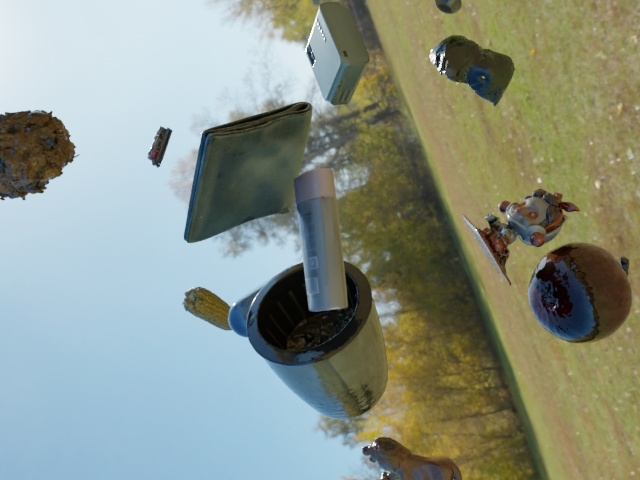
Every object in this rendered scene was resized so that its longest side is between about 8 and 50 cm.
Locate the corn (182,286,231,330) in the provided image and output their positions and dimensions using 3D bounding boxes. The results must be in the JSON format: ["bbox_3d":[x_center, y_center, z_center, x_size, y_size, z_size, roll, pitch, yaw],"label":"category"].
[{"bbox_3d":[-0.339,0.221,1.816,0.091,0.091,0.260,-59,-30,-12],"label":"corn"}]

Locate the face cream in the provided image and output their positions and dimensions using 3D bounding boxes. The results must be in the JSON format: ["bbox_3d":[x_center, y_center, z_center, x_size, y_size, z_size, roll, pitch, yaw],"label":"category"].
[{"bbox_3d":[0.000,0.000,1.106,0.107,0.073,0.269,-15,81,57],"label":"face cream"}]

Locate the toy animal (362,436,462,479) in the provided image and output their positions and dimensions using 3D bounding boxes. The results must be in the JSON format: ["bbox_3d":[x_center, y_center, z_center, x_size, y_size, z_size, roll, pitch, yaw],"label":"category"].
[{"bbox_3d":[0.262,0.615,1.533,0.097,0.313,0.157,-49,-36,-66],"label":"toy animal"}]

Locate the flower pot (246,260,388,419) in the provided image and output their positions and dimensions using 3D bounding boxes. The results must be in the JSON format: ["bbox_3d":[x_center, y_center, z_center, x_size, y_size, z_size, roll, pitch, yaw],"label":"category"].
[{"bbox_3d":[0.024,0.251,1.363,0.293,0.294,0.330,-98,-15,-47],"label":"flower pot"}]

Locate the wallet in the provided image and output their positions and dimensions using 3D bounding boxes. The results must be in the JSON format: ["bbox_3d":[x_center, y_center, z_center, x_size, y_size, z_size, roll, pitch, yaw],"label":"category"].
[{"bbox_3d":[-0.130,-0.129,1.108,0.290,0.054,0.251,-31,-33,-45],"label":"wallet"}]

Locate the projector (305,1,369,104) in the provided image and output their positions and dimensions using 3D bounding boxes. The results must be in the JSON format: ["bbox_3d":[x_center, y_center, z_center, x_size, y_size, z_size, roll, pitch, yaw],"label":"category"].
[{"bbox_3d":[0.051,-0.586,1.808,0.198,0.108,0.250,120,135,-59],"label":"projector"}]

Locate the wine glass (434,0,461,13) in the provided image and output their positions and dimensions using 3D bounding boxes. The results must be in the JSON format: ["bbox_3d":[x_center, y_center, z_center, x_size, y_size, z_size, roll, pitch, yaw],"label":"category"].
[{"bbox_3d":[0.411,-0.773,1.697,0.202,0.093,0.092,118,136,-73],"label":"wine glass"}]

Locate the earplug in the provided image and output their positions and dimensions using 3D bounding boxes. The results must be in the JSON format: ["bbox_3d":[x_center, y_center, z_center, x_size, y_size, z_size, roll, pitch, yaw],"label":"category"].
[{"bbox_3d":[-0.132,0.168,1.504,0.273,0.132,0.132,-26,-83,-51],"label":"earplug"}]

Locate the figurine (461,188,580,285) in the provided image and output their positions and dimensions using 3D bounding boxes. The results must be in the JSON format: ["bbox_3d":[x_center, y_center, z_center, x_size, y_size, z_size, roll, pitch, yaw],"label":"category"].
[{"bbox_3d":[0.484,-0.036,1.342,0.160,0.226,0.183,57,-170,-15],"label":"figurine"}]

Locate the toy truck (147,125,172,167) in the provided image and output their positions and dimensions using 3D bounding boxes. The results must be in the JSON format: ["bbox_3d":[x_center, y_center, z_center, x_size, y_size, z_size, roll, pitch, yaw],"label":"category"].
[{"bbox_3d":[-0.316,-0.184,1.128,0.024,0.032,0.083,36,-112,-55],"label":"toy truck"}]

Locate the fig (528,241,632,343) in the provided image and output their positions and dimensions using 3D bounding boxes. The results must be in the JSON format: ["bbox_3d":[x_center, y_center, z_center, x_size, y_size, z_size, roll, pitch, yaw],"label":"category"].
[{"bbox_3d":[0.596,0.122,1.308,0.214,0.235,0.235,15,-133,-34],"label":"fig"}]

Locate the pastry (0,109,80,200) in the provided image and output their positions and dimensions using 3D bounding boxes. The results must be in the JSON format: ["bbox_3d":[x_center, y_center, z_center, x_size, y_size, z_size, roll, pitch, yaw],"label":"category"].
[{"bbox_3d":[-0.788,-0.220,1.523,0.193,0.275,0.274,111,147,-62],"label":"pastry"}]

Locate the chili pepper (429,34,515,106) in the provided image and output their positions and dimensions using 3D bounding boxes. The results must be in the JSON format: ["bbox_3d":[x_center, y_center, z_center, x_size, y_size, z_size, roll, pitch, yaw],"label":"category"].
[{"bbox_3d":[0.458,-0.537,1.744,0.265,0.148,0.116,33,-165,9],"label":"chili pepper"}]
